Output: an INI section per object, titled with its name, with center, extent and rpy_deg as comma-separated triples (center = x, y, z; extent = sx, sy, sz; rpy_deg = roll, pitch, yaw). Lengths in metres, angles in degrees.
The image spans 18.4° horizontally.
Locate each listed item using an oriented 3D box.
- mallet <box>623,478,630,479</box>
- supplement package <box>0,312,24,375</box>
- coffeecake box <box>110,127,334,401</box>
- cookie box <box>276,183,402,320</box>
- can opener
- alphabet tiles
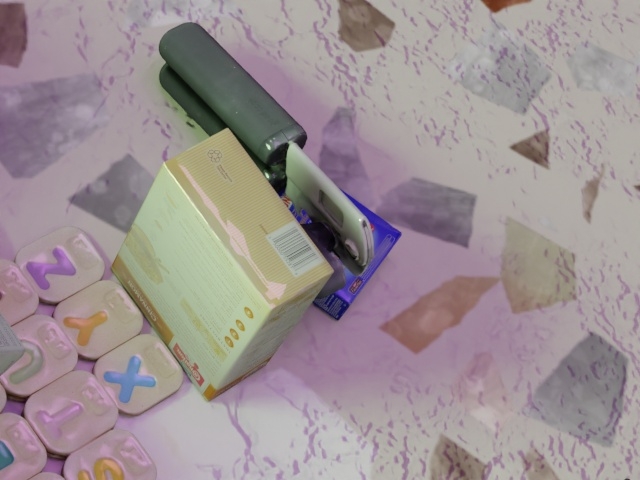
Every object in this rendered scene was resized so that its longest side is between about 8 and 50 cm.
[mallet]
center = 0.315, 0.281, 1.665
extent = 0.039, 0.062, 0.189
rpy_deg = -30, 62, -32
[supplement package]
center = -0.354, 0.081, 1.375
extent = 0.194, 0.203, 0.149
rpy_deg = -40, 78, 12
[coffeecake box]
center = -0.082, 0.023, 1.560
extent = 0.068, 0.185, 0.142
rpy_deg = -30, 77, -30
[cookie box]
center = 0.000, 0.000, 1.689
extent = 0.107, 0.040, 0.092
rpy_deg = 37, 58, 2
[can opener]
center = -0.060, -0.066, 1.645
extent = 0.095, 0.076, 0.283
rpy_deg = -30, 60, -25
[alphabet tiles]
center = -0.256, 0.108, 1.550
extent = 0.278, 0.021, 0.284
rpy_deg = -30, 77, -30
